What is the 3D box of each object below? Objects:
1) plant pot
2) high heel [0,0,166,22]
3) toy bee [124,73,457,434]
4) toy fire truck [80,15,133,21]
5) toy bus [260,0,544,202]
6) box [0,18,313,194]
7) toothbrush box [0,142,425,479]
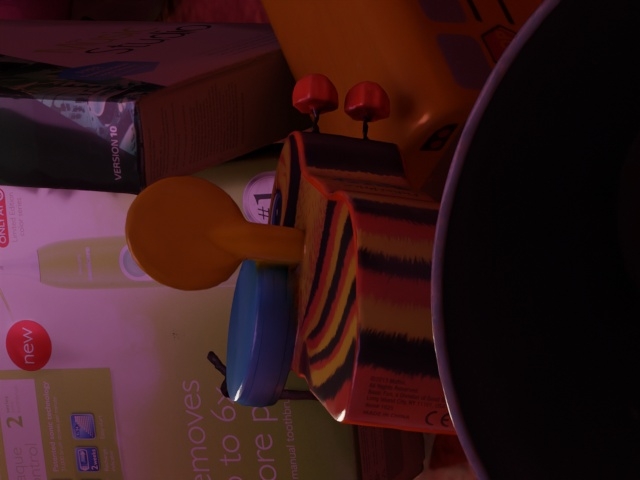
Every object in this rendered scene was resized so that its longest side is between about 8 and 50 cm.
[{"bbox_3d":[0.189,0.002,0.724,0.195,0.290,0.290,-65,-18,-80],"label":"plant pot"},{"bbox_3d":[-0.263,-0.124,1.474,0.377,0.181,0.127,-54,47,47],"label":"high heel"},{"bbox_3d":[0.000,0.000,0.868,0.298,0.195,0.162,1,84,56],"label":"toy bee"},{"bbox_3d":[-0.176,-0.022,1.360,0.246,0.158,0.217,123,165,-68],"label":"toy fire truck"},{"bbox_3d":[0.057,-0.109,1.021,0.108,0.130,0.333,-56,46,42],"label":"toy bus"},{"bbox_3d":[-0.169,-0.086,1.111,0.322,0.232,0.058,3,106,30],"label":"box"},{"bbox_3d":[-0.096,0.053,1.119,0.283,0.122,0.206,-2,98,22],"label":"toothbrush box"}]
